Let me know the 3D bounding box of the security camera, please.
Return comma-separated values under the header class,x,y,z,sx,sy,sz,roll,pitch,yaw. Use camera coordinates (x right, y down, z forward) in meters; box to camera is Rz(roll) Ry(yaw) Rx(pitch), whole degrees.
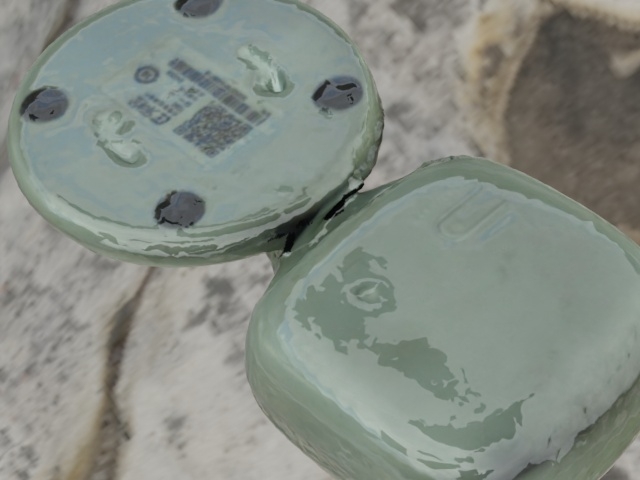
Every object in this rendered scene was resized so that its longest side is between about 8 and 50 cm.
class,x,y,z,sx,sy,sz,roll,pitch,yaw
security camera,0.000,0.000,0.761,0.301,0.080,0.157,37,61,28
